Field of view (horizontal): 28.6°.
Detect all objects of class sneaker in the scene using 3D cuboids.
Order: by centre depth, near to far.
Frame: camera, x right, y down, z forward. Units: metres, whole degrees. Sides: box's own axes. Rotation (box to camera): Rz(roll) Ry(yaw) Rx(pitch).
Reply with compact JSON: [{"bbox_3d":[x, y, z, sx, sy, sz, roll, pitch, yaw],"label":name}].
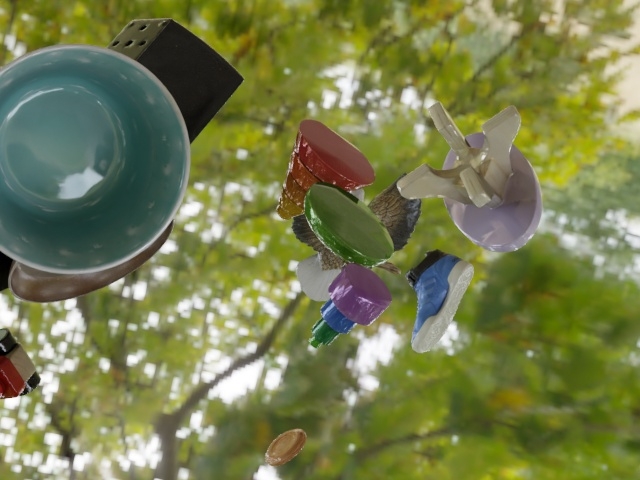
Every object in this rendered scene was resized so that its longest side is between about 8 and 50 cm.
[{"bbox_3d":[0.157,0.086,1.860,0.084,0.152,0.058,28,-177,32],"label":"sneaker"}]

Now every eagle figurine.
[{"bbox_3d":[0.056,-0.039,2.449,0.226,0.225,0.298,-13,156,-13],"label":"eagle figurine"}]

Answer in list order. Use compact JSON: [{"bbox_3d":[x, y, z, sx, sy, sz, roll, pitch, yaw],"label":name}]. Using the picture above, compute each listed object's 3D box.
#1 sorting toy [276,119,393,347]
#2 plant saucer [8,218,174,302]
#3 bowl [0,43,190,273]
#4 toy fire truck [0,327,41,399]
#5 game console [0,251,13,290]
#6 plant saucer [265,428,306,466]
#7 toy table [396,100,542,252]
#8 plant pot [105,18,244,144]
[{"bbox_3d":[0.000,0.000,1.526,0.127,0.126,0.365,29,-152,-26],"label":"sorting toy"},{"bbox_3d":[-0.406,0.005,2.195,0.310,0.310,0.050,1,-126,-55],"label":"plant saucer"},{"bbox_3d":[-0.351,-0.121,1.740,0.311,0.312,0.163,10,-172,-22],"label":"bowl"},{"bbox_3d":[-0.639,0.298,2.226,0.217,0.158,0.246,-8,-149,31],"label":"toy fire truck"},{"bbox_3d":[-0.582,-0.046,2.137,0.213,0.361,0.044,-25,-132,-20],"label":"game console"},{"bbox_3d":[-0.062,0.357,2.176,0.013,0.083,0.083,55,173,-21],"label":"plant saucer"},{"bbox_3d":[0.281,-0.124,2.273,0.161,0.252,0.274,41,-170,-45],"label":"toy table"},{"bbox_3d":[-0.283,-0.277,2.159,0.187,0.188,0.167,9,145,47],"label":"plant pot"}]
